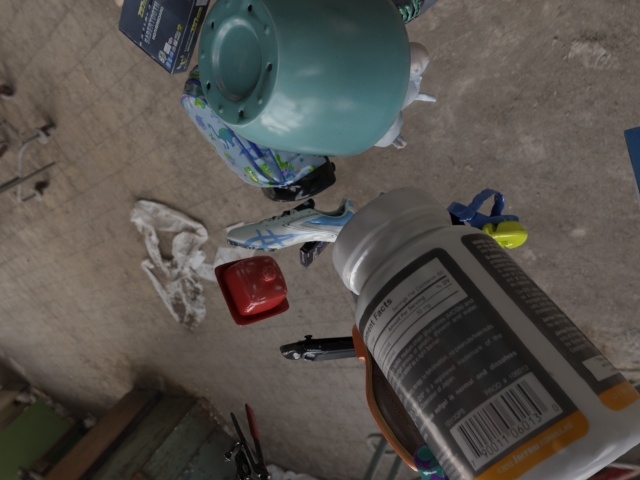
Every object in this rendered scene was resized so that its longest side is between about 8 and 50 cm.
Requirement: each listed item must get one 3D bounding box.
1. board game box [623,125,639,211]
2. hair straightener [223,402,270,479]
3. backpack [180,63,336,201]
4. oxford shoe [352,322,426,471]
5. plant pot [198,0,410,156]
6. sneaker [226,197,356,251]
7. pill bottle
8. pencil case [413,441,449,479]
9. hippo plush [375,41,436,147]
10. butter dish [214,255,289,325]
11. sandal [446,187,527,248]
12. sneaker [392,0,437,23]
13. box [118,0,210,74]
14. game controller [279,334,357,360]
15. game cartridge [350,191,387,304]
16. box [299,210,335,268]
[{"bbox_3d":[0.771,-0.054,1.044,0.086,0.302,0.308,-13,128,33],"label":"board game box"},{"bbox_3d":[-0.169,0.481,1.046,0.230,0.089,0.047,58,172,47],"label":"hair straightener"},{"bbox_3d":[-0.152,-0.268,1.086,0.290,0.273,0.355,34,145,64],"label":"backpack"},{"bbox_3d":[0.176,0.303,1.016,0.133,0.363,0.130,-38,137,22],"label":"oxford shoe"},{"bbox_3d":[-0.045,-0.274,0.738,0.293,0.235,0.293,12,108,41],"label":"plant pot"},{"bbox_3d":[-0.051,-0.030,0.841,0.085,0.237,0.086,-141,44,-75],"label":"sneaker"},{"bbox_3d":[0.131,0.088,0.432,0.278,0.162,0.162,57,149,35],"label":"pill bottle"},{"bbox_3d":[0.214,0.399,0.752,0.064,0.070,0.151,-25,98,52],"label":"pencil case"},{"bbox_3d":[0.152,-0.382,1.254,0.234,0.236,0.294,23,174,19],"label":"hippo plush"},{"bbox_3d":[-0.142,0.096,1.093,0.118,0.160,0.160,-43,67,46],"label":"butter dish"},{"bbox_3d":[0.329,-0.031,1.124,0.317,0.138,0.126,-15,155,38],"label":"sandal"},{"bbox_3d":[0.146,-0.421,0.881,0.224,0.098,0.083,-25,144,2],"label":"sneaker"},{"bbox_3d":[-0.355,-0.530,1.060,0.183,0.059,0.232,42,129,5],"label":"box"},{"bbox_3d":[0.056,0.271,1.222,0.166,0.319,0.067,-13,75,54],"label":"game controller"},{"bbox_3d":[0.133,0.028,1.000,0.068,0.355,0.230,26,100,-10],"label":"game cartridge"},{"bbox_3d":[0.000,0.000,1.369,0.029,0.162,0.116,39,161,15],"label":"box"}]
